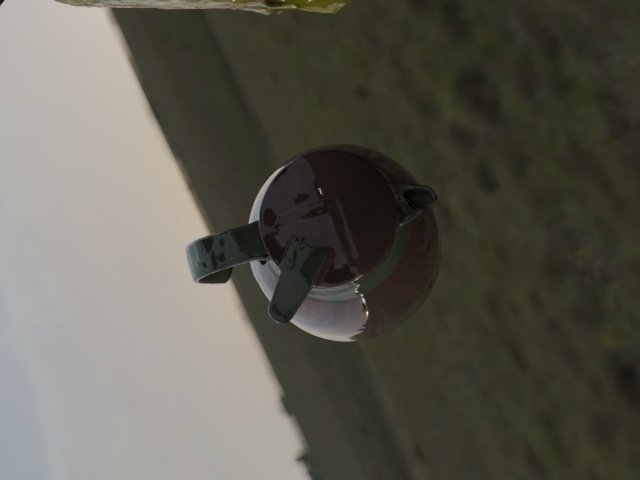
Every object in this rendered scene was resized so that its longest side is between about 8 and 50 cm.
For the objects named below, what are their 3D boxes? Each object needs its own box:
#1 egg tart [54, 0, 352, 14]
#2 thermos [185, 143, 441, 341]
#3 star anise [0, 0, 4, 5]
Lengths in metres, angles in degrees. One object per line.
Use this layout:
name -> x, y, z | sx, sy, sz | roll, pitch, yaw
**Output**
egg tart -> -0.023, -0.064, 0.352 | 0.105, 0.105, 0.039 | -134, 45, -82
thermos -> 0.000, 0.000, 1.296 | 0.265, 0.176, 0.146 | 37, -143, -83
star anise -> -0.127, -0.174, 0.724 | 0.063, 0.208, 0.171 | -2, -109, -47
